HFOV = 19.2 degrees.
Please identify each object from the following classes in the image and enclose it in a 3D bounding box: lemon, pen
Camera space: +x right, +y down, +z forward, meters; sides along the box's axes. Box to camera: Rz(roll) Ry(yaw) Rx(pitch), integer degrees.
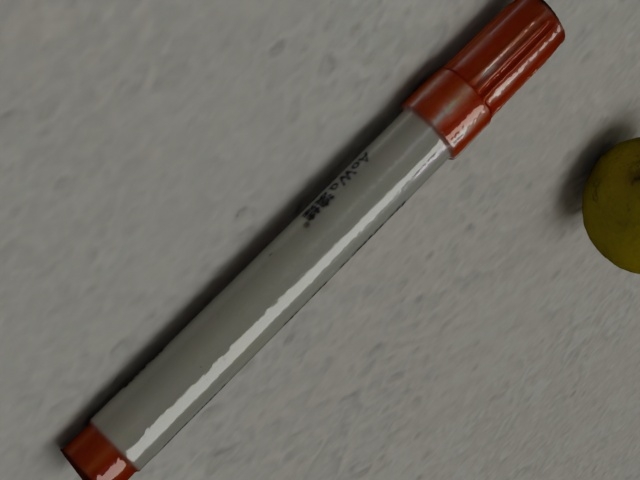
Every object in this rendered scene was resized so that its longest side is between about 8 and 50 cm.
[{"bbox_3d":[0.151,-0.015,0.870,0.062,0.062,0.083,-46,155,-8],"label":"lemon"},{"bbox_3d":[0.000,0.000,0.674,0.239,0.028,0.028,-45,156,-10],"label":"pen"}]
